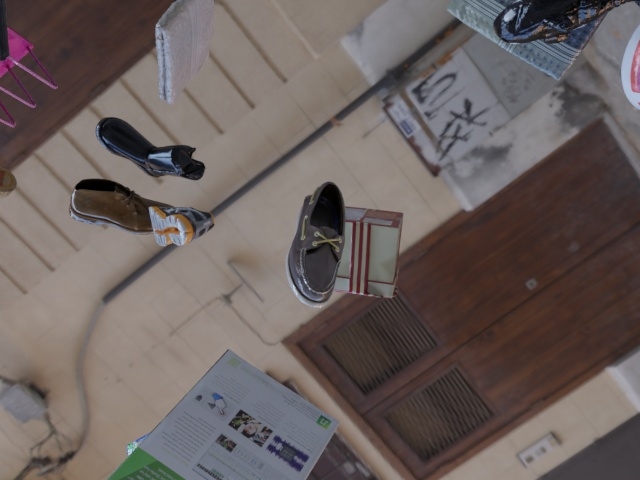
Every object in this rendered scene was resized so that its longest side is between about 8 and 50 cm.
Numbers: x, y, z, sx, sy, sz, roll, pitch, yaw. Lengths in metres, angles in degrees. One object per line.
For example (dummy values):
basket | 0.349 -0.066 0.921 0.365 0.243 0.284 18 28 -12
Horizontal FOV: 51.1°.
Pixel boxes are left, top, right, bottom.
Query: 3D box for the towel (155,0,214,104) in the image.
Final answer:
towel | -0.306 -0.447 1.518 0.049 0.187 0.282 28 155 2

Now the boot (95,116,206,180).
boot | -0.443 -0.244 1.774 0.207 0.094 0.246 6 155 40

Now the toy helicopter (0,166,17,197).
toy helicopter | -0.865 -0.075 1.639 0.235 0.140 0.355 43 -146 -9

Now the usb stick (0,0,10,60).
usb stick | -0.492 -0.397 0.959 0.045 0.077 0.277 -33 -50 -62

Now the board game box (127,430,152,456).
board game box | -0.410 0.575 1.848 0.201 0.136 0.035 36 -151 -44

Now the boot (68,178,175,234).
boot | -0.534 -0.097 1.858 0.306 0.115 0.112 8 -135 -19

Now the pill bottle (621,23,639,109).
pill bottle | 0.657 -0.267 1.047 0.181 0.181 0.323 47 173 -35

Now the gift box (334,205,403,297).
gift box | 0.120 0.048 2.079 0.276 0.255 0.257 -43 -42 -68

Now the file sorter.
file sorter | -0.783 -0.342 1.507 0.182 0.291 0.202 51 -176 18

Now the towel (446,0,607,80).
towel | 0.456 -0.546 1.409 0.324 0.312 0.056 39 -133 15

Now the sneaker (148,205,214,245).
sneaker | -0.295 -0.034 1.401 0.215 0.083 0.084 15 121 53

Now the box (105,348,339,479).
box | -0.139 0.333 1.026 0.232 0.058 0.322 31 -144 10

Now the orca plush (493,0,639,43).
orca plush | 0.474 -0.414 1.263 0.151 0.288 0.102 74 -158 -50

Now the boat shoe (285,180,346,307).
boat shoe | 0.000 0.000 1.462 0.117 0.096 0.324 21 -139 -14
